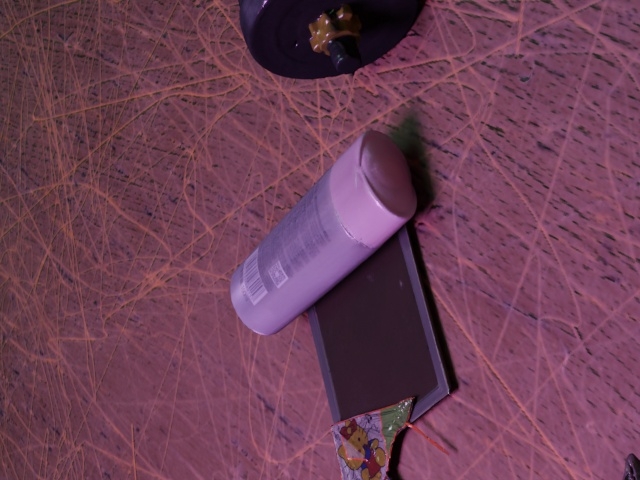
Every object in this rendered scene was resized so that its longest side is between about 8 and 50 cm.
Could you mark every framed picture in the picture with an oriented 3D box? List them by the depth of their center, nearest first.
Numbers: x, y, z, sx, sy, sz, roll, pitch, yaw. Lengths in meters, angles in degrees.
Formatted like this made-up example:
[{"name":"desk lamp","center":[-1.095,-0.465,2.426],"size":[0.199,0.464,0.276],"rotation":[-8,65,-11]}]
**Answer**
[{"name":"framed picture","center":[0.053,0.087,1.897],"size":[0.197,0.014,0.252],"rotation":[-46,49,45]}]

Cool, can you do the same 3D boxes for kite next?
[{"name":"kite","center":[0.073,0.248,1.828],"size":[0.244,0.006,0.198],"rotation":[38,120,48]}]

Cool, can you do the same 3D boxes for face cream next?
[{"name":"face cream","center":[0.000,0.000,1.912],"size":[0.269,0.073,0.107],"rotation":[-45,54,45]}]

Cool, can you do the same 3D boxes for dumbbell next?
[{"name":"dumbbell","center":[-0.022,-0.326,1.922],"size":[0.185,0.185,0.388],"rotation":[-51,45,41]}]

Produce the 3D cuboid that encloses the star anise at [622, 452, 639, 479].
[{"name":"star anise","center":[0.271,0.265,1.473],"size":[0.212,0.073,0.197],"rotation":[-39,57,45]}]
